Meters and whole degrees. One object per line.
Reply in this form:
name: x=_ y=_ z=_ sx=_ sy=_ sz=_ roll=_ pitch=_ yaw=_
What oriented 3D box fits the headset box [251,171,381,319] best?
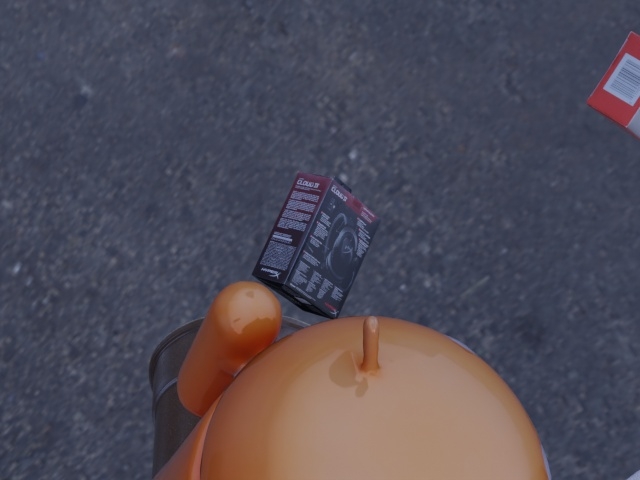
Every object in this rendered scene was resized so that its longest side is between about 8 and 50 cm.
headset box: x=0.000 y=0.000 z=0.893 sx=0.062 sy=0.032 sz=0.083 roll=37 pitch=72 yaw=-48

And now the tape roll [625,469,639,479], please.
tape roll: x=0.220 y=0.212 z=0.555 sx=0.100 sy=0.286 sz=0.286 roll=25 pitch=48 yaw=-55

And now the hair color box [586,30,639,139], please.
hair color box: x=0.273 y=-0.128 z=1.194 sx=0.043 sy=0.072 sz=0.141 roll=35 pitch=9 yaw=18

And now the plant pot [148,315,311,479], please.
plant pot: x=-0.053 y=0.168 z=1.013 sx=0.167 sy=0.167 sz=0.165 roll=23 pitch=44 yaw=-19

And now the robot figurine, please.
robot figurine: x=0.003 y=0.109 z=0.507 sx=0.128 sy=0.219 sz=0.158 roll=16 pitch=57 yaw=-14
